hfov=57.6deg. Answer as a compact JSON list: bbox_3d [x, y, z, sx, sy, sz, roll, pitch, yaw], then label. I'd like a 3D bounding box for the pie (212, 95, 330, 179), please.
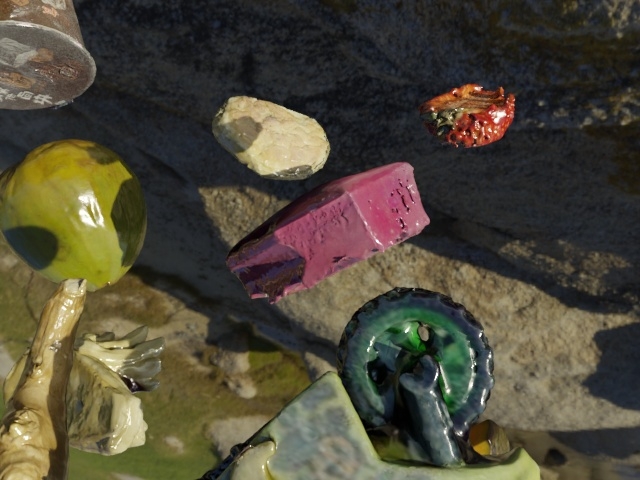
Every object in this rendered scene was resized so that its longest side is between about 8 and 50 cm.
[{"bbox_3d":[-0.085,-0.180,1.040,0.218,0.185,0.052,14,133,-22],"label":"pie"}]

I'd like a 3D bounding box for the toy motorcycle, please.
[{"bbox_3d":[0.002,0.234,0.462,0.237,0.410,0.169,50,-179,18],"label":"toy motorcycle"}]

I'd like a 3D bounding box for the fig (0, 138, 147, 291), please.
[{"bbox_3d":[-0.558,-0.049,1.331,0.343,0.343,0.343,11,148,7],"label":"fig"}]

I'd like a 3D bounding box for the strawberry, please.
[{"bbox_3d":[0.162,-0.136,0.637,0.103,0.152,0.048,10,117,31],"label":"strawberry"}]

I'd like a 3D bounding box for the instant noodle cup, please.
[{"bbox_3d":[-0.467,-0.339,0.881,0.217,0.207,0.217,-14,165,-4],"label":"instant noodle cup"}]

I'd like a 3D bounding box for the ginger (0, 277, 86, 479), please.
[{"bbox_3d":[-0.315,0.176,0.656,0.086,0.295,0.131,5,149,-11],"label":"ginger"}]

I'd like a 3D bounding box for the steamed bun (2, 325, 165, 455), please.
[{"bbox_3d":[-0.472,0.291,1.222,0.428,0.247,0.189,0,167,35],"label":"steamed bun"}]

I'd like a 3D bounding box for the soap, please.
[{"bbox_3d":[0.000,0.000,0.930,0.325,0.220,0.127,-31,83,52],"label":"soap"}]

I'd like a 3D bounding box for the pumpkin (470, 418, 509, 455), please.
[{"bbox_3d":[0.134,0.340,0.726,0.254,0.130,0.149,-29,113,26],"label":"pumpkin"}]
